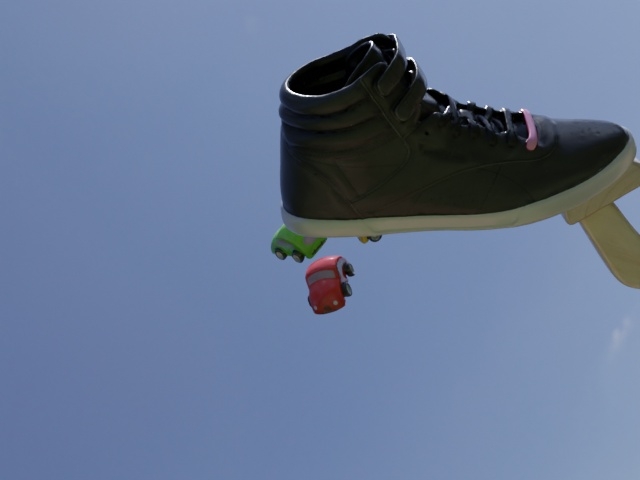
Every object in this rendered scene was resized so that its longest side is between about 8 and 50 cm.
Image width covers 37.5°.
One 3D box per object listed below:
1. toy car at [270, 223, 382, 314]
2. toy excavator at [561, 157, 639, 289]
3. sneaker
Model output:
[{"bbox_3d":[0.000,0.000,1.403,0.239,0.225,0.053,-50,-54,-28],"label":"toy car"},{"bbox_3d":[0.570,0.056,1.354,0.445,0.222,0.433,-9,-66,1],"label":"toy excavator"},{"bbox_3d":[0.100,-0.092,0.747,0.295,0.105,0.147,-7,-54,8],"label":"sneaker"}]
